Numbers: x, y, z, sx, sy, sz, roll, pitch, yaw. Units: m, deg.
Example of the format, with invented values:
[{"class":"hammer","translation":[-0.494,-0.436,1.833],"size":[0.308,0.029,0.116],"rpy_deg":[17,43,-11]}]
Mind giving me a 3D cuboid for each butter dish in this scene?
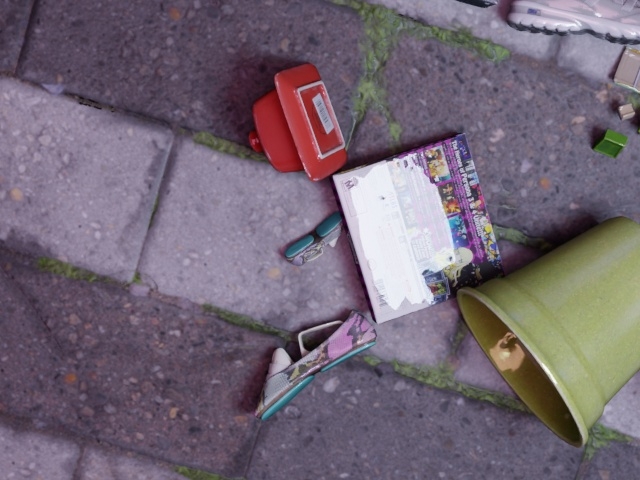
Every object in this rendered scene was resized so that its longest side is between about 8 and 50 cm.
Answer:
[{"class":"butter dish","translation":[-0.048,-0.158,1.550],"size":[0.118,0.160,0.160],"rpy_deg":[-17,98,25]}]

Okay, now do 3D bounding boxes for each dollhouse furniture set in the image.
[{"class":"dollhouse furniture set","translation":[0.454,-0.200,1.597],"size":[0.076,0.058,0.152],"rpy_deg":[22,79,4]}]

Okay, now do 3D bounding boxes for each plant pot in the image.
[{"class":"plant pot","translation":[0.377,0.108,1.542],"size":[0.254,0.276,0.276],"rpy_deg":[-36,98,-7]}]

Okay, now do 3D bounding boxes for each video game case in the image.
[{"class":"video game case","translation":[0.144,-0.018,1.596],"size":[0.210,0.042,0.232],"rpy_deg":[-19,99,-8]}]

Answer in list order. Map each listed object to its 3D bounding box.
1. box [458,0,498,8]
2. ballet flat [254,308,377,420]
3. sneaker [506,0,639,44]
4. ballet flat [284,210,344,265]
[{"class":"box","translation":[0.141,-0.449,1.515],"size":[0.261,0.103,0.184],"rpy_deg":[15,95,-3]},{"class":"ballet flat","translation":[-0.020,0.180,1.632],"size":[0.221,0.077,0.079],"rpy_deg":[-35,79,0]},{"class":"sneaker","translation":[0.411,-0.342,1.533],"size":[0.281,0.105,0.115],"rpy_deg":[7,97,-2]},{"class":"ballet flat","translation":[0.000,0.000,1.619],"size":[0.114,0.041,0.041],"rpy_deg":[-36,97,5]}]
